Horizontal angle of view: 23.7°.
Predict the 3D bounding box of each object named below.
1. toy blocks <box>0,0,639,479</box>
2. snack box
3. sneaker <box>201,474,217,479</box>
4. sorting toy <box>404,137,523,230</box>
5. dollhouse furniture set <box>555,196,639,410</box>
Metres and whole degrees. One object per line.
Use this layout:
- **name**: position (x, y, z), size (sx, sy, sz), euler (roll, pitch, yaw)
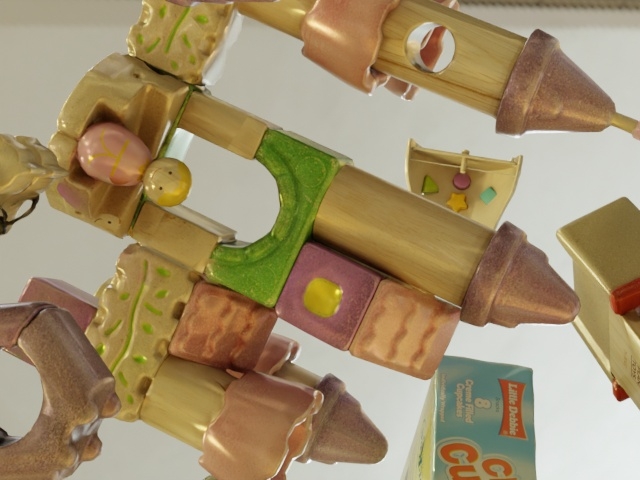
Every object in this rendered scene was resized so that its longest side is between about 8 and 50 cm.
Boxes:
- **toy blocks**: position (0.000, 0.000, 0.737), size (0.260, 0.289, 0.309), euler (26, -174, 11)
- **snack box**: position (0.061, 0.238, 0.756), size (0.060, 0.187, 0.322), euler (10, -136, -3)
- **sneaker**: position (-0.092, 0.214, 0.881), size (0.077, 0.178, 0.072), euler (49, -167, -37)
- **sorting toy**: position (0.098, -0.028, 1.096), size (0.083, 0.075, 0.045), euler (10, 167, 7)
- **dollhouse furniture set**: position (0.284, 0.011, 0.905), size (0.259, 0.262, 0.135), euler (-25, -131, -10)
